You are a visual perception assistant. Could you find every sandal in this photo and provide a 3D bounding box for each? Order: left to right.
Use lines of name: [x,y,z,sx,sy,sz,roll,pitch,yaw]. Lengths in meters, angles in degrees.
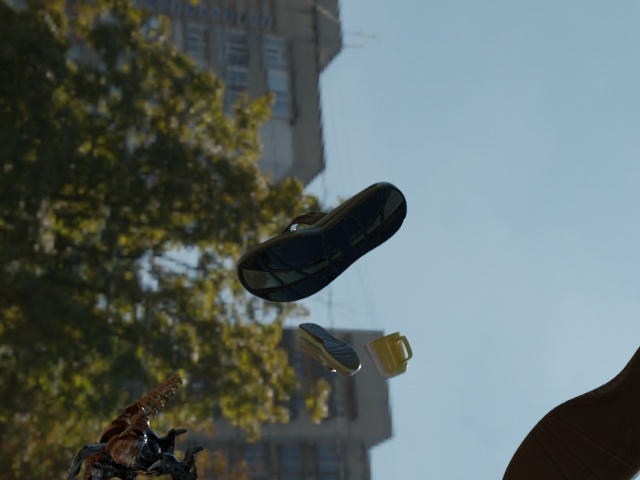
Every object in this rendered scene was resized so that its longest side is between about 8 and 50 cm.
sandal: [0.002,0.001,1.794,0.086,0.303,0.120,37,-29,55]

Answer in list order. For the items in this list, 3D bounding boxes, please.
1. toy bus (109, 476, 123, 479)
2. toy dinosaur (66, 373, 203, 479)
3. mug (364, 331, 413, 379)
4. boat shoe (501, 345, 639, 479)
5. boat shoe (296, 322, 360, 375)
toy bus: [-0.228,0.462,1.550,0.211,0.149,0.220,7,-52,36]
toy dinosaur: [-0.344,0.403,2.072,0.322,0.218,0.164,-45,-138,21]
mug: [0.109,0.183,1.754,0.078,0.062,0.064,104,-35,-77]
boat shoe: [0.365,0.222,1.326,0.342,0.123,0.123,-45,-125,-3]
boat shoe: [0.011,0.189,1.848,0.153,0.056,0.048,33,-63,44]
